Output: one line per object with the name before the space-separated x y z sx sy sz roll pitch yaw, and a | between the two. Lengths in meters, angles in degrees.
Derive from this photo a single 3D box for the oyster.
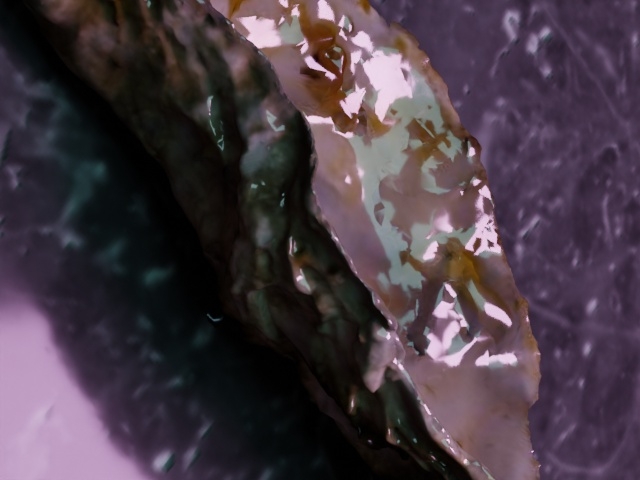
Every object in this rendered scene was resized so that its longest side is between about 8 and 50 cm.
oyster | 0.001 -0.021 0.783 0.396 0.111 0.204 55 30 -10
